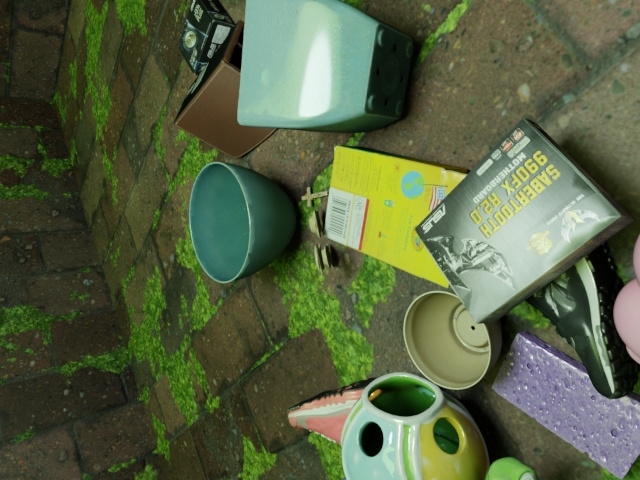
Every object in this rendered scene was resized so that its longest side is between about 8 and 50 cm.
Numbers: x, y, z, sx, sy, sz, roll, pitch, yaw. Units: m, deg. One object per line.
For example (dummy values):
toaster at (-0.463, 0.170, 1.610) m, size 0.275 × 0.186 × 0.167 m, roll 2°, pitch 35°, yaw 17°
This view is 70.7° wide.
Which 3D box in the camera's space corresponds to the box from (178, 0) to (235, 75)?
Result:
box at (-0.339, -0.603, 1.337) m, size 0.180 × 0.078 × 0.147 m, roll -53°, pitch 57°, yaw 38°

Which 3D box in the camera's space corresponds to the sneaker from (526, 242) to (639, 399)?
sneaker at (0.354, 0.079, 0.649) m, size 0.124 × 0.107 × 0.283 m, roll -28°, pitch 65°, yaw 51°

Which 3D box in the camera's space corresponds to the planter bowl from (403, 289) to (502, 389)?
planter bowl at (0.239, 0.158, 0.770) m, size 0.162 × 0.109 × 0.161 m, roll 8°, pitch 100°, yaw 47°

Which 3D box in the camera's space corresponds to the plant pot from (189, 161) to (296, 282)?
plant pot at (-0.177, -0.049, 1.142) m, size 0.290 × 0.196 × 0.290 m, roll 8°, pitch 101°, yaw 47°

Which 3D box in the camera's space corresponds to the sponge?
sponge at (0.378, 0.241, 0.685) m, size 0.210 × 0.031 × 0.117 m, roll 33°, pitch 118°, yaw 42°

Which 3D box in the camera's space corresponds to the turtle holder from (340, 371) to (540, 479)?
turtle holder at (0.166, 0.368, 0.748) m, size 0.320 × 0.244 × 0.227 m, roll -139°, pitch 37°, yaw -70°

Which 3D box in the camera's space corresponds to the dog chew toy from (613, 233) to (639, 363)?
dog chew toy at (0.441, 0.016, 0.468) m, size 0.206 × 0.207 × 0.331 m, roll 45°, pitch 134°, yaw 35°

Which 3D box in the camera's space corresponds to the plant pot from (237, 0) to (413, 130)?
plant pot at (0.026, -0.320, 0.857) m, size 0.252 × 0.248 × 0.247 m, roll 19°, pitch 109°, yaw 33°

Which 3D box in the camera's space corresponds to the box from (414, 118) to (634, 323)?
box at (0.263, -0.021, 0.632) m, size 0.231 × 0.056 × 0.183 m, roll -50°, pitch 51°, yaw 34°

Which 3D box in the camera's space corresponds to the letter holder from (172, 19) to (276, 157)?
letter holder at (-0.215, -0.377, 1.197) m, size 0.302 × 0.215 × 0.151 m, roll -26°, pitch 44°, yaw 48°

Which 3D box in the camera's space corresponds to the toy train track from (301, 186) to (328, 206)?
toy train track at (-0.011, -0.107, 1.087) m, size 0.083 × 0.014 × 0.048 m, roll -7°, pitch 83°, yaw 43°

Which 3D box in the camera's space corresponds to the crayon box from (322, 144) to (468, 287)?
crayon box at (0.149, -0.058, 0.863) m, size 0.319 × 0.081 × 0.202 m, roll 25°, pitch 114°, yaw 44°

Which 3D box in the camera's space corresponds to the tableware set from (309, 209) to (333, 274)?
tableware set at (0.000, 0.000, 1.005) m, size 0.020 × 0.169 × 0.141 m, roll -11°, pitch 93°, yaw 7°

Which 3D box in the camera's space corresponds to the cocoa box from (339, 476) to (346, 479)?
cocoa box at (0.109, 0.653, 0.890) m, size 0.347 × 0.232 × 0.228 m, roll 57°, pitch 132°, yaw 26°

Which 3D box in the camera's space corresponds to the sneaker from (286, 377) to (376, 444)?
sneaker at (0.031, 0.419, 1.035) m, size 0.314 × 0.116 × 0.136 m, roll -35°, pitch 71°, yaw 45°
